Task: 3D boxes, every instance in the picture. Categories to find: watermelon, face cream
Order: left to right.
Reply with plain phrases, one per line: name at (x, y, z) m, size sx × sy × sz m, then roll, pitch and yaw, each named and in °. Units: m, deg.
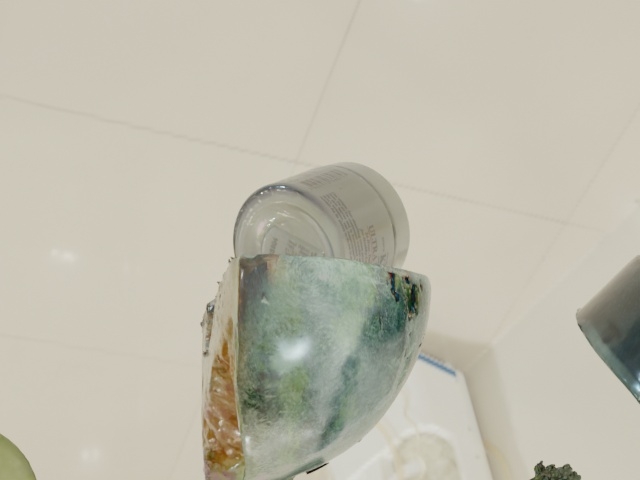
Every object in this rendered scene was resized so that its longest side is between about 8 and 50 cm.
watermelon at (-0.003, 0.118, 0.795) m, size 0.188 × 0.175 × 0.322 m, roll 0°, pitch 171°, yaw -7°
face cream at (0.000, 0.000, 1.221) m, size 0.153 × 0.177 × 0.177 m, roll -25°, pitch 151°, yaw -50°

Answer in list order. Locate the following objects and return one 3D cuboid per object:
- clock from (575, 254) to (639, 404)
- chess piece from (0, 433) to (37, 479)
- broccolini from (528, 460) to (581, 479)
clock at (0.385, 0.154, 0.800) m, size 0.386 × 0.386 × 0.076 m, roll 29°, pitch 106°, yaw -28°
chess piece at (-0.324, 0.225, 0.817) m, size 0.144 × 0.144 × 0.251 m, roll 17°, pitch 163°, yaw -21°
broccolini at (0.108, 0.206, 0.717) m, size 0.067 × 0.058 × 0.216 m, roll 48°, pitch 137°, yaw -11°
